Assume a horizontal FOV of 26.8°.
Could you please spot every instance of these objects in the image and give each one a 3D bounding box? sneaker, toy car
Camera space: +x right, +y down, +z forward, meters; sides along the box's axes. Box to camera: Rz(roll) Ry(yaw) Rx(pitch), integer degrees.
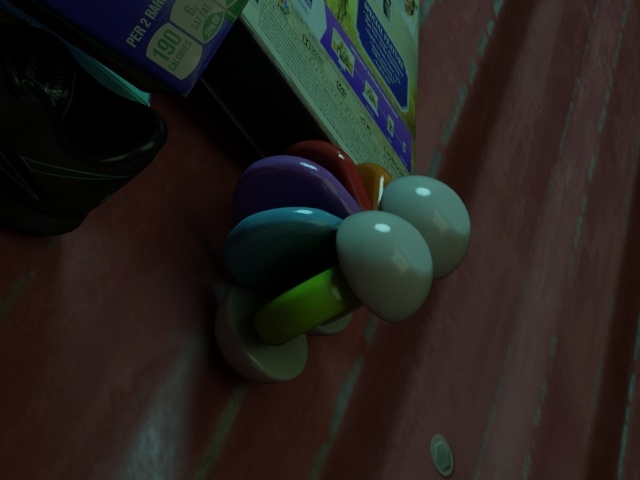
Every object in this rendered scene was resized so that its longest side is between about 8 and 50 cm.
[{"bbox_3d":[-0.195,-0.094,0.702,0.267,0.106,0.101,31,49,-45],"label":"sneaker"},{"bbox_3d":[0.000,0.000,0.905,0.136,0.159,0.182,58,32,-4],"label":"toy car"}]

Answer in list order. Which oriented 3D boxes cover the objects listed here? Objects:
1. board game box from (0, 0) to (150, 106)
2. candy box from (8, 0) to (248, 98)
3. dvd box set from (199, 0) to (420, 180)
[{"bbox_3d":[-0.183,-0.190,0.831,0.210,0.047,0.160,39,42,-40],"label":"board game box"},{"bbox_3d":[-0.138,-0.268,0.672,0.317,0.122,0.268,33,85,-18],"label":"candy box"},{"bbox_3d":[-0.007,-0.234,1.082,0.308,0.062,0.420,51,34,-44],"label":"dvd box set"}]
